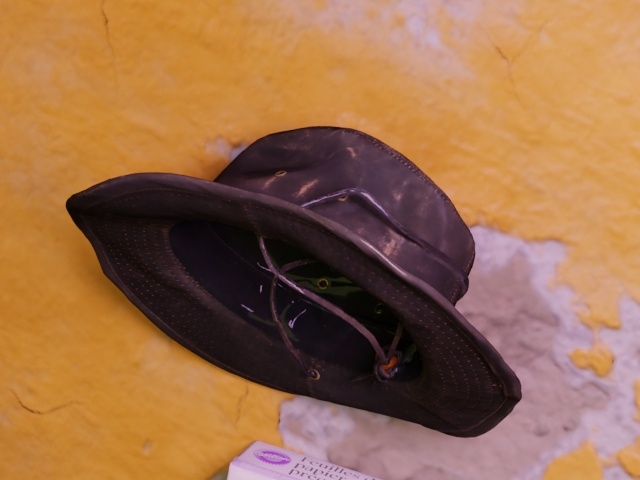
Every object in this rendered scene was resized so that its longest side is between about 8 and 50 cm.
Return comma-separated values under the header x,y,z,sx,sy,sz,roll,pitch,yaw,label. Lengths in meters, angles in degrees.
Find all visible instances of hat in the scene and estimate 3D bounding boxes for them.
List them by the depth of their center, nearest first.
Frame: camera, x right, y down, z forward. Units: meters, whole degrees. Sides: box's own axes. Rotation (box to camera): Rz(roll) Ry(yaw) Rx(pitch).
x,y,z,sx,sy,sz,roll,pitch,yaw,label
0.000,0.000,1.229,0.331,0.331,0.134,21,69,11,hat

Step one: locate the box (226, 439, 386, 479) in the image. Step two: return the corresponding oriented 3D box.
x,y,z,sx,sy,sz,roll,pitch,yaw,label
0.087,0.224,1.310,0.324,0.063,0.067,17,105,13,box
